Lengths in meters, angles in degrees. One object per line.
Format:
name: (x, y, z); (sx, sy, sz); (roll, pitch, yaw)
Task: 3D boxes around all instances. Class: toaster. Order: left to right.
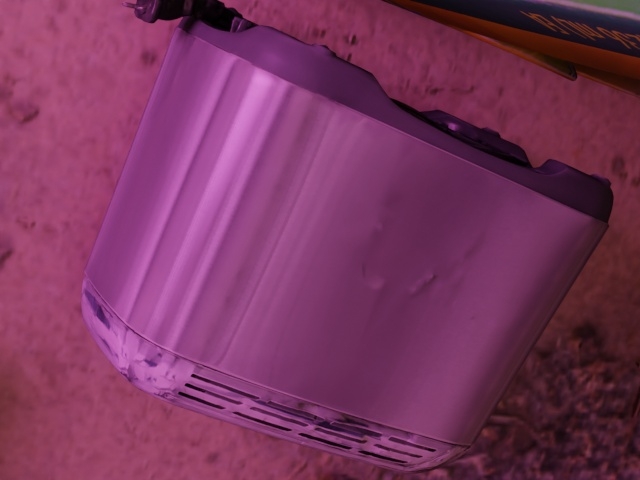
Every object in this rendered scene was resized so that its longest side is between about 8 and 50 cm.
toaster: (0.000, 0.000, 0.549); (0.227, 0.129, 0.147); (21, 97, -30)

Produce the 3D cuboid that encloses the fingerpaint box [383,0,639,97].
fingerpaint box: (0.223, -0.096, 0.449); (0.371, 0.445, 0.163); (14, 99, -29)
